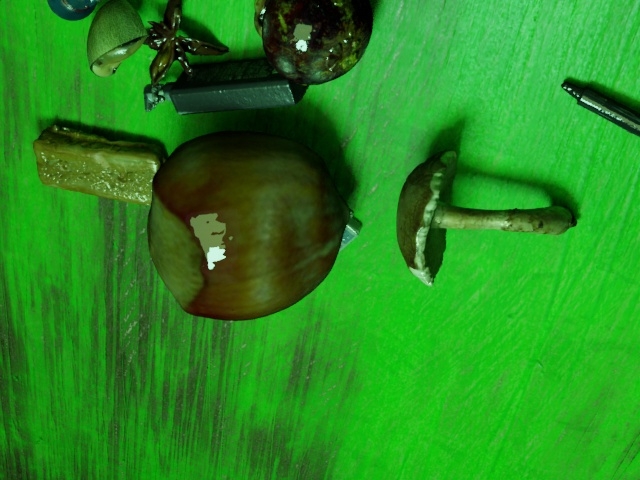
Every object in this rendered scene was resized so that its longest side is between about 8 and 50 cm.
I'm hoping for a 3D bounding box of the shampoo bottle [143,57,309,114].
[{"bbox_3d":[-0.175,-0.273,1.830,0.310,0.098,0.071,0,132,23],"label":"shampoo bottle"}]

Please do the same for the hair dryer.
[{"bbox_3d":[0.504,-0.199,1.642,0.255,0.070,0.128,30,132,3],"label":"hair dryer"}]

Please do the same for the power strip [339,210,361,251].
[{"bbox_3d":[0.000,0.000,2.025,0.081,0.035,0.192,39,131,-11],"label":"power strip"}]

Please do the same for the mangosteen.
[{"bbox_3d":[-0.024,-0.359,1.663,0.217,0.192,0.192,45,139,26],"label":"mangosteen"}]

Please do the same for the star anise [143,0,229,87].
[{"bbox_3d":[-0.275,-0.346,1.835,0.140,0.158,0.144,56,160,-13],"label":"star anise"}]

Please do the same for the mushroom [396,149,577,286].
[{"bbox_3d":[0.266,-0.063,1.759,0.302,0.233,0.208,-22,87,8],"label":"mushroom"}]

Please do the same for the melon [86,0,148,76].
[{"bbox_3d":[-0.377,-0.362,1.824,0.160,0.079,0.128,-29,75,55],"label":"melon"}]

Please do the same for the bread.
[{"bbox_3d":[-0.433,-0.153,2.048,0.271,0.077,0.139,10,127,13],"label":"bread"}]

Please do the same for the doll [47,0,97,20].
[{"bbox_3d":[-0.425,-0.428,1.796,0.152,0.114,0.085,5,99,60],"label":"doll"}]

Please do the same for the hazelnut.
[{"bbox_3d":[-0.141,-0.036,1.868,0.366,0.365,0.365,11,131,14],"label":"hazelnut"}]
